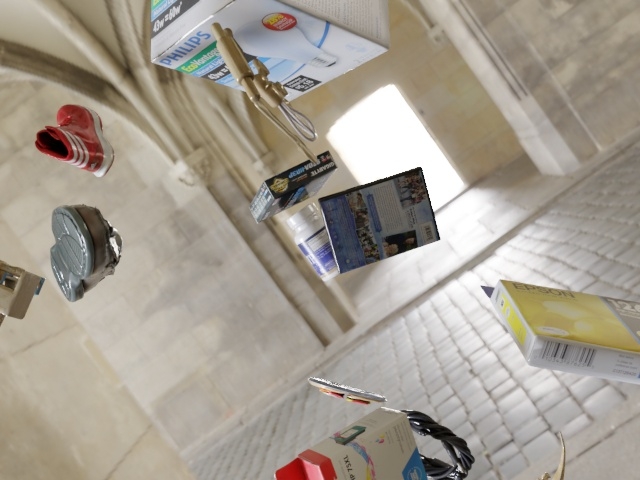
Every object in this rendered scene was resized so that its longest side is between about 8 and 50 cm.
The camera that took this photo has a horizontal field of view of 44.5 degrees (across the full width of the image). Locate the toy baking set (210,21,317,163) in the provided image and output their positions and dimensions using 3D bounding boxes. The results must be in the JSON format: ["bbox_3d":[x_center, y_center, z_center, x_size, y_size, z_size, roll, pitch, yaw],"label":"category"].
[{"bbox_3d":[-0.080,-0.240,1.239,0.030,0.256,0.196,-39,-32,18],"label":"toy baking set"}]

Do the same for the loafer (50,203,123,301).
[{"bbox_3d":[-0.300,0.006,1.028,0.084,0.096,0.267,-25,-7,-28],"label":"loafer"}]

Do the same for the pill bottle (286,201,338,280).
[{"bbox_3d":[0.000,0.000,2.003,0.112,0.187,0.112,-36,2,2],"label":"pill bottle"}]

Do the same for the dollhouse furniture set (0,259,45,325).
[{"bbox_3d":[-0.543,0.102,1.313,0.129,0.183,0.129,-69,-24,-8],"label":"dollhouse furniture set"}]

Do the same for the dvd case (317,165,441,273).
[{"bbox_3d":[0.135,-0.047,1.772,0.252,0.181,0.022,-18,12,-9],"label":"dvd case"}]

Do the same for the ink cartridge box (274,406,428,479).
[{"bbox_3d":[0.053,0.388,1.290,0.231,0.134,0.078,-24,11,-28],"label":"ink cartridge box"}]

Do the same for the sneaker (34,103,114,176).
[{"bbox_3d":[-0.485,-0.213,1.490,0.128,0.221,0.087,21,-73,-49],"label":"sneaker"}]

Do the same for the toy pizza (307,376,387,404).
[{"bbox_3d":[0.063,0.373,1.910,0.201,0.201,0.032,153,132,-79],"label":"toy pizza"}]

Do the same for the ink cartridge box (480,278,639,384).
[{"bbox_3d":[0.467,0.143,1.385,0.307,0.303,0.072,-98,19,-66],"label":"ink cartridge box"}]

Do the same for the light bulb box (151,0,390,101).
[{"bbox_3d":[-0.108,-0.480,1.613,0.361,0.226,0.357,9,-18,-40],"label":"light bulb box"}]

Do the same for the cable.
[{"bbox_3d":[0.187,0.372,1.419,0.047,0.184,0.151,-44,-29,-36],"label":"cable"}]

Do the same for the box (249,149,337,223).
[{"bbox_3d":[-0.068,-0.124,1.852,0.175,0.051,0.220,-27,-6,-19],"label":"box"}]

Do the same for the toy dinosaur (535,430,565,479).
[{"bbox_3d":[0.337,0.370,1.139,0.183,0.053,0.092,-67,-18,-3],"label":"toy dinosaur"}]
